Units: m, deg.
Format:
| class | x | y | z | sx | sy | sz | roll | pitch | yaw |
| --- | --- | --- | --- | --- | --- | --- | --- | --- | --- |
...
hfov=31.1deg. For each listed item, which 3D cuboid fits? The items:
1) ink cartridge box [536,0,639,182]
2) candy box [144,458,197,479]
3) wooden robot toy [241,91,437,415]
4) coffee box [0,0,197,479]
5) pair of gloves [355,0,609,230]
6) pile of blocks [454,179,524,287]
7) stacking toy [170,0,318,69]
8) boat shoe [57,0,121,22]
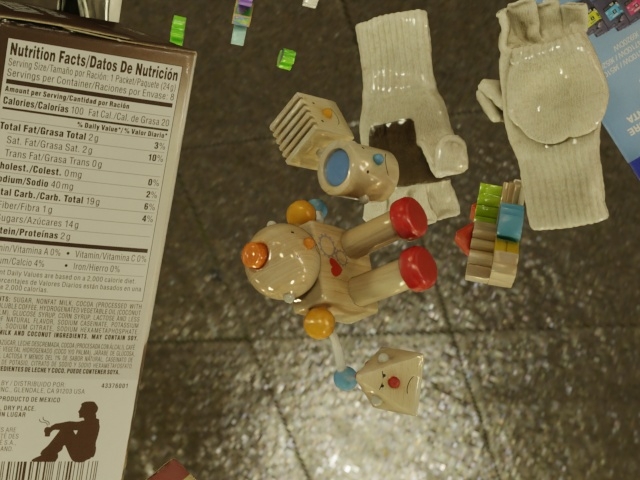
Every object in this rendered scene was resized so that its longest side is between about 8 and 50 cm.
| class | x | y | z | sx | sy | sz | roll | pitch | yaw |
| --- | --- | --- | --- | --- | --- | --- | --- | --- | --- |
| ink cartridge box | 0.348 | -0.202 | 1.222 | 0.151 | 0.270 | 0.395 | -34 | 89 | 20 |
| candy box | -0.254 | 0.388 | 1.231 | 0.087 | 0.183 | 0.316 | 44 | 94 | 4 |
| wooden robot toy | 0.000 | 0.000 | 0.542 | 0.079 | 0.173 | 0.076 | 10 | 150 | -41 |
| coffee box | -0.181 | 0.006 | 0.721 | 0.118 | 0.168 | 0.297 | 5 | 102 | -27 |
| pair of gloves | 0.139 | -0.109 | 1.029 | 0.240 | 0.042 | 0.204 | 2 | 100 | 28 |
| pile of blocks | 0.307 | -0.033 | 2.088 | 0.112 | 0.362 | 0.149 | 10 | 111 | 6 |
| stacking toy | -0.098 | -0.295 | 1.453 | 0.166 | 0.052 | 0.221 | 11 | 157 | -8 |
| boat shoe | -0.277 | -0.227 | 1.324 | 0.077 | 0.070 | 0.219 | 32 | 131 | 31 |
